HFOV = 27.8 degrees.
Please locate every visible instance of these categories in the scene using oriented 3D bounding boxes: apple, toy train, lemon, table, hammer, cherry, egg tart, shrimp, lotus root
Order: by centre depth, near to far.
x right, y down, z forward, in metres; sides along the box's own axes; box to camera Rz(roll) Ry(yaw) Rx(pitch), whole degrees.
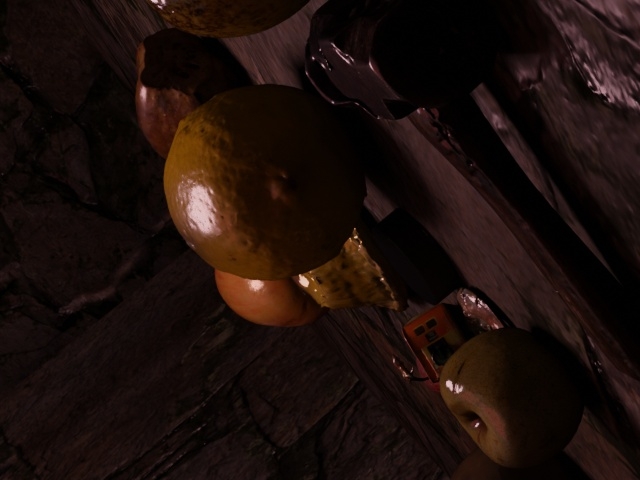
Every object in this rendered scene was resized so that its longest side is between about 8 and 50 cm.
[{"bbox_3d":[0.157,-0.044,1.067,0.409,0.095,0.242,47,174,-13],"label":"hammer"},{"bbox_3d":[0.228,0.132,1.611,0.190,0.042,0.101,50,168,28],"label":"shrimp"},{"bbox_3d":[-0.069,-0.073,1.617,0.260,0.260,0.284,51,153,4],"label":"lemon"},{"bbox_3d":[0.124,0.022,1.695,0.133,0.043,0.133,50,172,9],"label":"table"},{"bbox_3d":[0.170,0.136,1.709,0.099,0.072,0.188,63,-168,12],"label":"toy train"},{"bbox_3d":[0.165,0.168,1.851,0.225,0.090,0.107,21,-126,-58],"label":"cherry"},{"bbox_3d":[0.000,0.000,2.043,0.345,0.132,0.345,49,171,11],"label":"egg tart"},{"bbox_3d":[-0.198,-0.218,2.082,0.193,0.193,0.291,48,170,21],"label":"lotus root"},{"bbox_3d":[-0.074,0.045,2.421,0.242,0.242,0.241,54,160,-21],"label":"apple"}]

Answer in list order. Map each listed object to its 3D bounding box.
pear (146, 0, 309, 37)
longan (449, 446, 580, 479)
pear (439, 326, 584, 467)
[{"bbox_3d":[-0.087,-0.257,1.041,0.197,0.197,0.197,50,173,8],"label":"pear"},{"bbox_3d":[0.302,0.459,1.941,0.288,0.288,0.350,38,154,62],"label":"longan"},{"bbox_3d":[0.224,0.179,1.498,0.167,0.136,0.167,51,170,13],"label":"pear"}]
